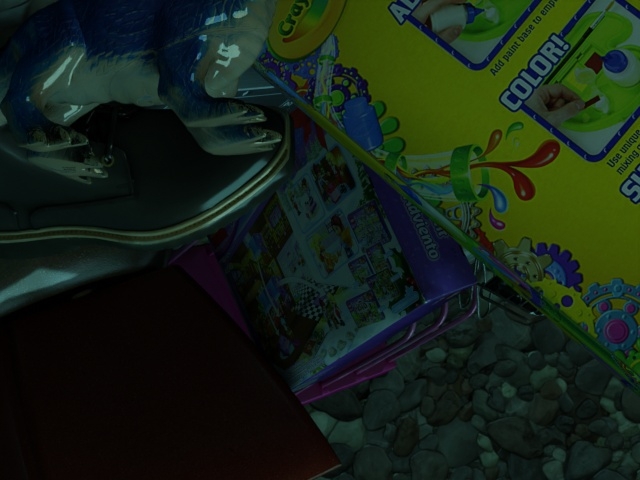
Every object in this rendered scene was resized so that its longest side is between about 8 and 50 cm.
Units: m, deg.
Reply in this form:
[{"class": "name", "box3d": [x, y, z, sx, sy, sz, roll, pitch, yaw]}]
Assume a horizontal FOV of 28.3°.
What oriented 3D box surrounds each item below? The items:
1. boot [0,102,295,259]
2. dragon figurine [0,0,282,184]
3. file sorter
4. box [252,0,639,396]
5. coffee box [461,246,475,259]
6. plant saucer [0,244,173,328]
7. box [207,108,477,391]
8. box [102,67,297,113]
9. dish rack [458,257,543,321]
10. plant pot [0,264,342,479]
[{"class": "boot", "box3d": [-0.125, -0.056, 0.644, 0.198, 0.077, 0.137, -15, 143, 15]}, {"class": "dragon figurine", "box3d": [-0.099, -0.107, 0.576, 0.289, 0.144, 0.085, -10, 169, 8]}, {"class": "file sorter", "box3d": [0.007, 0.048, 1.376, 0.182, 0.202, 0.291, -36, 166, 35]}, {"class": "box", "box3d": [0.134, -0.064, 0.716, 0.177, 0.279, 0.290, -51, 169, 3]}, {"class": "coffee box", "box3d": [0.177, -0.116, 1.005, 0.119, 0.168, 0.297, -19, 168, -37]}, {"class": "plant saucer", "box3d": [-0.270, 0.061, 1.190, 0.311, 0.050, 0.310, -25, 170, -5]}, {"class": "box", "box3d": [0.000, 0.000, 1.079, 0.057, 0.201, 0.293, -19, 169, -31]}, {"class": "box", "box3d": [-0.134, -0.065, 0.824, 0.183, 0.056, 0.231, -13, 164, -48]}, {"class": "dish rack", "box3d": [0.163, -0.008, 1.208, 0.208, 0.271, 0.074, -34, 138, -32]}, {"class": "plant pot", "box3d": [-0.185, 0.178, 1.177, 0.267, 0.235, 0.267, -20, 168, -29]}]
